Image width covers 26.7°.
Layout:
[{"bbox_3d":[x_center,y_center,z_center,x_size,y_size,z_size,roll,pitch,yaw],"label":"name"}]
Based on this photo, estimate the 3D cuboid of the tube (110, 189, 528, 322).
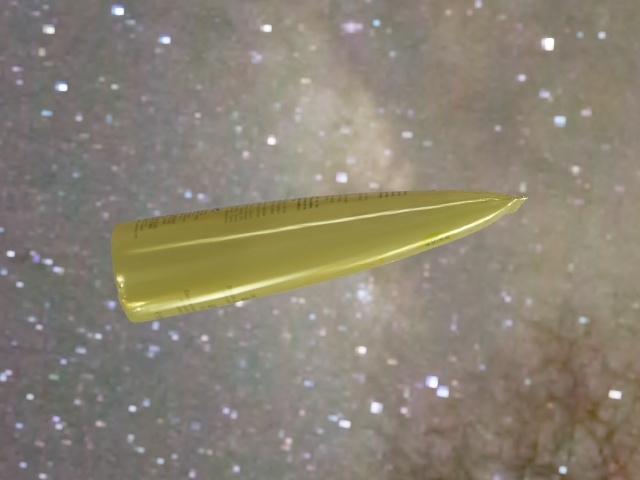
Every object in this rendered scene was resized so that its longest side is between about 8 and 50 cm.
[{"bbox_3d":[0.000,0.000,0.789,0.070,0.240,0.062,-97,-4,-53],"label":"tube"}]
